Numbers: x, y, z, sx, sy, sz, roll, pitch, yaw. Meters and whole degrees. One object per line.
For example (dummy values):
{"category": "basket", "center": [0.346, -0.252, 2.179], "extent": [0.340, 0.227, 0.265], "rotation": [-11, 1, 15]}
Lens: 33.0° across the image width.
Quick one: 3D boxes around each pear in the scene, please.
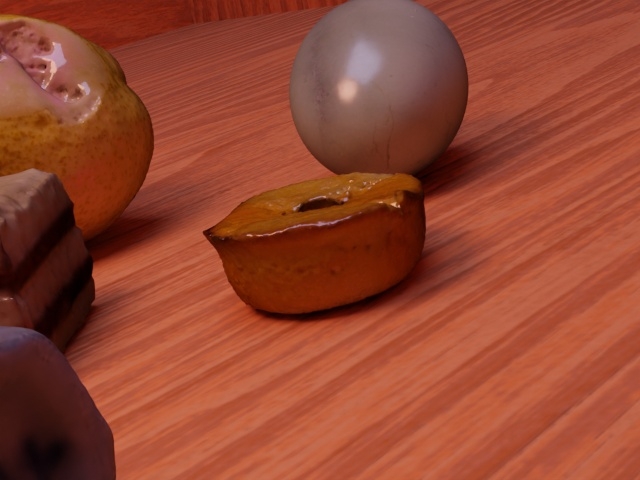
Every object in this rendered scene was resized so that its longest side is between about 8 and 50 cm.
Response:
{"category": "pear", "center": [-0.307, -0.104, 1.107], "extent": [0.271, 0.271, 0.271], "rotation": [-12, 17, 4]}

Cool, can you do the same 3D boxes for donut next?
{"category": "donut", "center": [0.002, 0.000, 0.847], "extent": [0.174, 0.075, 0.190], "rotation": [-14, 13, 1]}

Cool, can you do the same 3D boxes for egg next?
{"category": "egg", "center": [0.058, -0.150, 1.093], "extent": [0.182, 0.183, 0.264], "rotation": [-9, 24, 12]}

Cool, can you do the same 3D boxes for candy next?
{"category": "candy", "center": [-0.354, 0.044, 0.869], "extent": [0.320, 0.135, 0.179], "rotation": [-9, 16, 11]}

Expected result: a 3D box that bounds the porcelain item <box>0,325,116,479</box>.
{"category": "porcelain item", "center": [-0.299, 0.118, 0.517], "extent": [0.405, 0.179, 0.242], "rotation": [1, 20, 33]}
